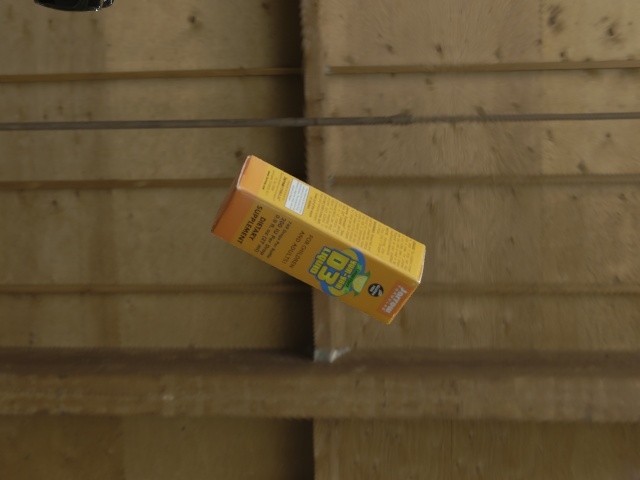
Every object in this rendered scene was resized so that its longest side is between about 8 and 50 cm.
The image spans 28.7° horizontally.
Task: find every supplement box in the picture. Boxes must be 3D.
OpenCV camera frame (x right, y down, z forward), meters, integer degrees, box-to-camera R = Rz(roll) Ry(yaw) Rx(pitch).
[{"bbox_3d":[0.000,0.000,1.410,0.233,0.080,0.078,26,-57,-10],"label":"supplement box"}]

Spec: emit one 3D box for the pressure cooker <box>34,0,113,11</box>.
[{"bbox_3d":[-0.250,-0.469,1.321,0.375,0.420,0.370,-29,-56,24],"label":"pressure cooker"}]
